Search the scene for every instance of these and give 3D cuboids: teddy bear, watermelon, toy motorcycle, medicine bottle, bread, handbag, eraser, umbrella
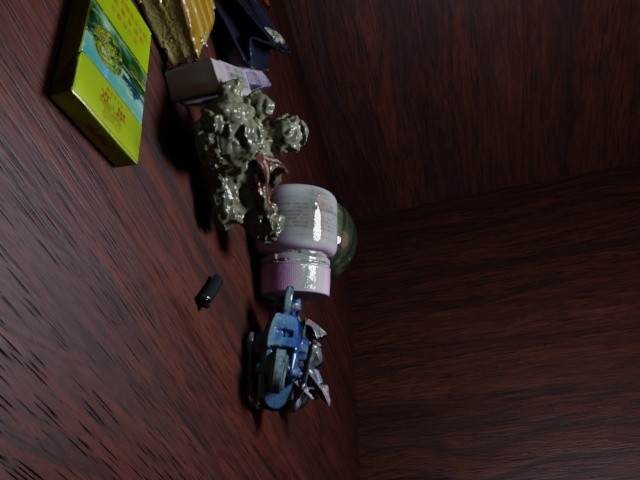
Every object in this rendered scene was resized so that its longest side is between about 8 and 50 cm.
[{"bbox_3d":[-0.180,-0.198,1.322,0.367,0.225,0.357,63,41,-77],"label":"teddy bear"},{"bbox_3d":[0.000,0.000,2.102,0.279,0.279,0.359,69,12,-46],"label":"watermelon"},{"bbox_3d":[-0.123,0.297,1.492,0.182,0.241,0.319,29,41,-20],"label":"toy motorcycle"},{"bbox_3d":[-0.074,0.013,1.711,0.256,0.256,0.324,50,38,-71],"label":"medicine bottle"},{"bbox_3d":[-0.330,-0.559,1.282,0.246,0.111,0.239,73,14,-44],"label":"bread"},{"bbox_3d":[-0.235,-0.710,1.767,0.329,0.122,0.303,58,14,-10],"label":"handbag"},{"bbox_3d":[-0.058,0.350,1.677,0.108,0.173,0.307,53,26,-72],"label":"toy motorcycle"},{"bbox_3d":[-0.270,-0.384,1.390,0.287,0.130,0.086,-53,130,-76],"label":"eraser"},{"bbox_3d":[-0.246,0.114,1.262,0.133,0.031,0.036,-75,179,-70],"label":"umbrella"}]

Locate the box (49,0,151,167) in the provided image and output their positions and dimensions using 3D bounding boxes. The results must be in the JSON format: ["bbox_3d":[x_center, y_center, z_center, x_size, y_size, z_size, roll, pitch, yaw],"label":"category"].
[{"bbox_3d":[-0.369,-0.313,0.971,0.187,0.047,0.335,65,18,-58],"label":"box"}]

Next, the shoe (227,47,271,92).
[{"bbox_3d":[-0.243,-0.561,1.871,0.245,0.095,0.137,-52,123,-76],"label":"shoe"}]

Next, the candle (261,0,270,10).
[{"bbox_3d":[-0.201,-0.801,1.790,0.026,0.021,0.167,0,57,-57],"label":"candle"}]
